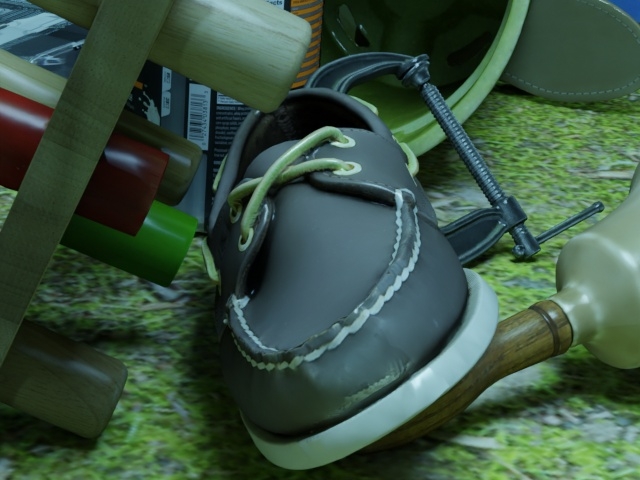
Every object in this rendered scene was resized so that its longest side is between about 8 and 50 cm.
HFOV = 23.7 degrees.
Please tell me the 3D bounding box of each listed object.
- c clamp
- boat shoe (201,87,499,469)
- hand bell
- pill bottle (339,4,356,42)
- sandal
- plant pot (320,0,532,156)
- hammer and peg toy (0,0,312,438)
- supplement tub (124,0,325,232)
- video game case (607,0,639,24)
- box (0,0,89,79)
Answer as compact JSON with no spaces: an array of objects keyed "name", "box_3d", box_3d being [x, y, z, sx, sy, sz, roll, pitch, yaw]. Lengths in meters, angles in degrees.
[{"name":"c clamp","box_3d":[0.067,-0.047,0.871,0.137,0.022,0.160,-33,83,-29]},{"name":"boat shoe","box_3d":[0.000,0.000,0.664,0.117,0.096,0.324,-28,12,7]},{"name":"hand bell","box_3d":[0.094,0.041,0.684,0.242,0.126,0.126,-21,30,-25]},{"name":"pill bottle","box_3d":[0.021,-0.281,1.377,0.160,0.160,0.283,-5,23,-21]},{"name":"sandal","box_3d":[0.152,-0.163,1.208,0.240,0.088,0.079,6,18,22]},{"name":"plant pot","box_3d":[0.038,-0.190,1.062,0.276,0.276,0.254,11,11,18]},{"name":"hammer and peg toy","box_3d":[-0.093,-0.046,0.611,0.127,0.266,0.361,25,33,-9]},{"name":"supplement tub","box_3d":[-0.057,-0.109,0.886,0.117,0.190,0.117,3,21,-1]},{"name":"video game case","box_3d":[0.277,-0.227,1.331,0.270,0.061,0.244,13,17,-24]},{"name":"box","box_3d":[-0.266,-0.147,1.100,0.307,0.076,0.242,13,24,22]}]
